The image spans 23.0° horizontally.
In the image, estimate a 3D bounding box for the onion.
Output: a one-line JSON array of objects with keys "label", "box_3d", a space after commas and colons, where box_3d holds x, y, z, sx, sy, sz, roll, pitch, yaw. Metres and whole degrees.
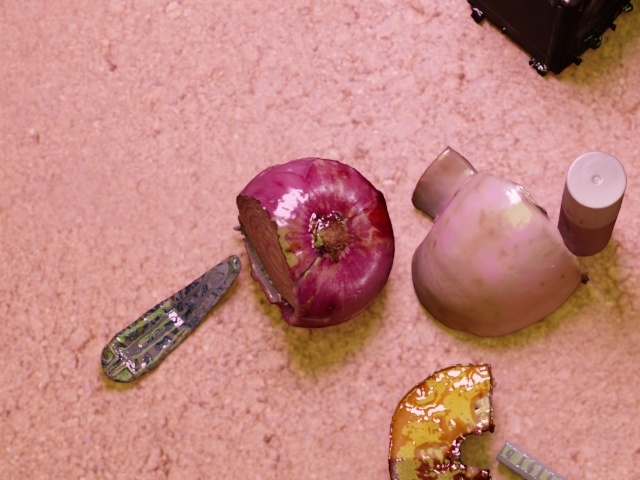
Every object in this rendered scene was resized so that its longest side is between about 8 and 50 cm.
[{"label": "onion", "box_3d": [0.004, -0.004, 1.953, 0.201, 0.200, 0.207, -26, 63, 0]}]

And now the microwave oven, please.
[{"label": "microwave oven", "box_3d": [0.298, -0.343, 1.960, 0.178, 0.247, 0.188, -44, 77, -7]}]

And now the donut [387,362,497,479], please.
[{"label": "donut", "box_3d": [0.155, 0.259, 1.917, 0.141, 0.085, 0.217, 4, 77, 7]}]

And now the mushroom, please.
[{"label": "mushroom", "box_3d": [0.188, 0.010, 1.931, 0.173, 0.162, 0.236, -43, 75, -6]}]

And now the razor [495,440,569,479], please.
[{"label": "razor", "box_3d": [0.335, 0.331, 1.895, 0.278, 0.056, 0.111, 33, 84, 12]}]

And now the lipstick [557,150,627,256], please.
[{"label": "lipstick", "box_3d": [0.323, -0.040, 1.879, 0.070, 0.254, 0.070, -1, 77, 6]}]

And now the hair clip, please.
[{"label": "hair clip", "box_3d": [-0.187, 0.099, 2.016, 0.229, 0.036, 0.066, -41, 72, 3]}]
